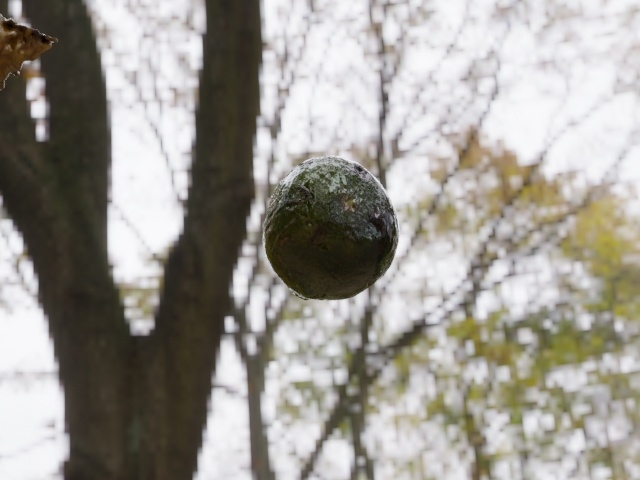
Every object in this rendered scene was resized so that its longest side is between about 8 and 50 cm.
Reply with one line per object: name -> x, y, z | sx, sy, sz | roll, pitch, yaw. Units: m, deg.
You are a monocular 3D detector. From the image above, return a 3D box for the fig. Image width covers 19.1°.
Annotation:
fig -> 0.000, 0.000, 1.687 | 0.123, 0.123, 0.156 | 8, -26, -21

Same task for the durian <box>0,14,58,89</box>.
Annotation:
durian -> -0.316, -0.058, 1.062 | 0.191, 0.112, 0.341 | 16, -28, -40
